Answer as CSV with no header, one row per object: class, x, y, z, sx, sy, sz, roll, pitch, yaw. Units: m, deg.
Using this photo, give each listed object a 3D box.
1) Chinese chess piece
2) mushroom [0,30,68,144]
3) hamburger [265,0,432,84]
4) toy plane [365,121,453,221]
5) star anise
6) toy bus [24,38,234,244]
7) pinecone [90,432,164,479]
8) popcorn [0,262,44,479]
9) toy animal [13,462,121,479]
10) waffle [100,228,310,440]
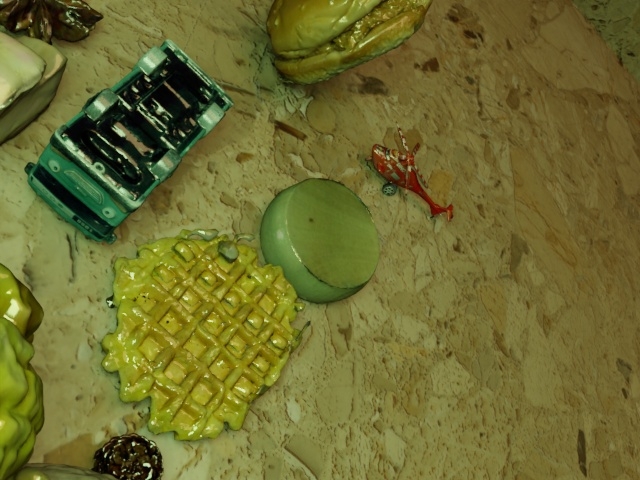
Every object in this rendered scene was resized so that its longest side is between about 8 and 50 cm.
Chinese chess piece,0.000,0.000,1.035,0.188,0.083,0.189,18,60,-33
mushroom,-0.390,-0.183,0.732,0.173,0.162,0.236,44,44,-16
hamburger,0.036,-0.377,1.124,0.158,0.318,0.319,54,42,-27
toy plane,0.163,-0.111,1.246,0.194,0.077,0.126,25,56,-39
star anise,-0.390,-0.316,0.866,0.234,0.073,0.177,21,39,-37
toy bus,-0.229,-0.120,0.850,0.128,0.147,0.256,43,41,-13
pinecone,-0.198,0.235,0.726,0.077,0.083,0.077,18,45,-19
popcorn,-0.293,0.094,0.488,0.251,0.205,0.237,-80,153,-71
toy animal,-0.225,0.307,0.586,0.358,0.188,0.227,23,59,-31
waffle,-0.139,0.113,0.866,0.280,0.060,0.262,7,66,-37
